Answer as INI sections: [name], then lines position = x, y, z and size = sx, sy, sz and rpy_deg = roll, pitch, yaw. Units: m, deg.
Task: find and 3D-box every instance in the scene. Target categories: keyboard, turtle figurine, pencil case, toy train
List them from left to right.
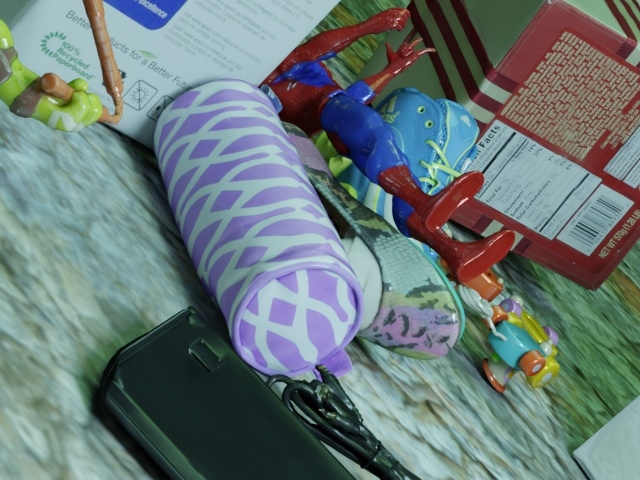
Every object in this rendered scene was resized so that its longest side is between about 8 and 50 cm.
[turtle figurine]
position = -0.220, -0.133, 0.939
size = 0.269, 0.087, 0.217
rpy_deg = 52, 22, -9
[pencil case]
position = -0.039, -0.010, 1.114
size = 0.206, 0.086, 0.088
rpy_deg = -113, -179, -49
[keyboard]
position = 0.025, 0.158, 0.945
size = 0.317, 0.033, 0.201
rpy_deg = 48, 22, 3
[toy train]
position = 0.123, 0.058, 1.421
size = 0.125, 0.046, 0.166
rpy_deg = 42, 13, -8

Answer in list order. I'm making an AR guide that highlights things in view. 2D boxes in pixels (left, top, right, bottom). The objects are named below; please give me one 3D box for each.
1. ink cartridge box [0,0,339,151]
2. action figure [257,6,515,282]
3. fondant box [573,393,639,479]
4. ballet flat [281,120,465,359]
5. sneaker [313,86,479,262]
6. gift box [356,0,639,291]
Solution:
[ink cartridge box]
position = -0.026, -0.217, 1.118
size = 0.176, 0.371, 0.069
rpy_deg = 30, 22, -47
[action figure]
position = 0.052, -0.094, 1.284
size = 0.280, 0.139, 0.091
rpy_deg = 39, -15, 46
[fondant box]
position = 0.375, 0.149, 1.474
size = 0.330, 0.238, 0.096
rpy_deg = 23, 28, -54
[ballet flat]
position = 0.000, 0.000, 1.220
size = 0.079, 0.077, 0.221
rpy_deg = -2, 42, -44
[sneaker]
position = 0.057, -0.039, 1.337
size = 0.091, 0.126, 0.240
rpy_deg = 36, 18, -30
[gift box]
position = 0.205, -0.126, 1.720
size = 0.276, 0.255, 0.258
rpy_deg = 31, 23, -26
